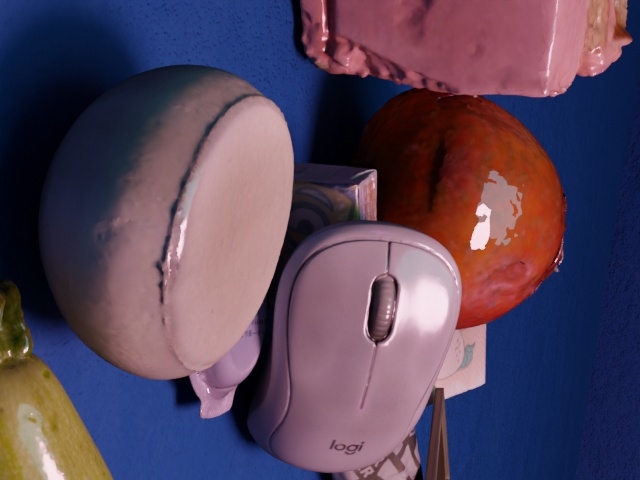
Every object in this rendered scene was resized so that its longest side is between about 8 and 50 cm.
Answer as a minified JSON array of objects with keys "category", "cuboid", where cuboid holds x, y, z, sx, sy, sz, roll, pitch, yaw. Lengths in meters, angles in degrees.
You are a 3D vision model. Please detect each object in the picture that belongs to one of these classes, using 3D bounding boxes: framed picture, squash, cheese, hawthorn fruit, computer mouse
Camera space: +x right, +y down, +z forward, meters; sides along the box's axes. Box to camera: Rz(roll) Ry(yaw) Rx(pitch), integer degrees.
[{"category":"framed picture","cuboid":[0.146,0.340,1.442,0.260,0.023,0.189,-77,164,-47]},{"category":"squash","cuboid":[-0.211,0.157,0.768,0.137,0.137,0.288,-52,129,-49]},{"category":"cheese","cuboid":[-0.087,0.040,1.053,0.135,0.052,0.245,-2,97,-68]},{"category":"hawthorn fruit","cuboid":[0.164,-0.023,1.296,0.307,0.276,0.276,16,79,-29]},{"category":"computer mouse","cuboid":[0.026,0.122,1.112,0.121,0.184,0.297,-97,-156,-50]}]

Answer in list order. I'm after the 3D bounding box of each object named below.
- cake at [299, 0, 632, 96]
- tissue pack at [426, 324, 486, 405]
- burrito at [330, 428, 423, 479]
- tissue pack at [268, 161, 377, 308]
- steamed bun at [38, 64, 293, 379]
[{"category":"cake","cuboid":[0.164,-0.302,1.220,0.307,0.314,0.293,-33,126,-62]},{"category":"tissue pack","cuboid":[0.149,0.049,1.509,0.170,0.071,0.326,-13,108,-42]},{"category":"burrito","cuboid":[0.065,0.259,1.382,0.139,0.101,0.446,-57,144,-41]},{"category":"tissue pack","cuboid":[0.000,0.000,1.167,0.060,0.108,0.148,-41,133,-58]},{"category":"steamed bun","cuboid":[-0.123,-0.019,0.849,0.232,0.145,0.232,15,90,-73]}]
